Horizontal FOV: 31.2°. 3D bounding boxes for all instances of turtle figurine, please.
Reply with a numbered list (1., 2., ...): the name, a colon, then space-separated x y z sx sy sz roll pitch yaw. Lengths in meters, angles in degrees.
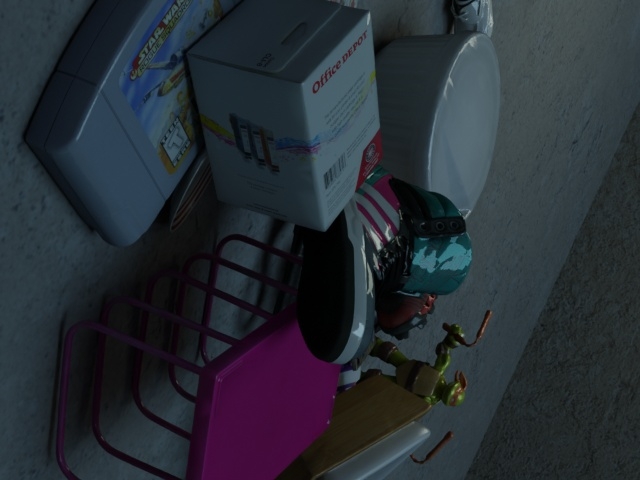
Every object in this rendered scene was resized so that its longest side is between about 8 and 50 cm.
1. turtle figurine: 0.150 0.207 1.827 0.270 0.217 0.087 -63 158 -14

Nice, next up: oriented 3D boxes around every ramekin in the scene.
1. ramekin: 0.142 -0.154 1.554 0.273 0.127 0.273 -38 134 -55

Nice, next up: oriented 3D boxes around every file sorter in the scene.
1. file sorter: -0.117 0.138 1.193 0.290 0.182 0.202 -32 138 -57

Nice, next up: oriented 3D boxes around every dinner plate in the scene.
1. dinner plate: -0.122 -0.072 1.164 0.141 0.017 0.141 -60 179 -3

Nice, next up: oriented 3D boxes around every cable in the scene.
1. cable: 0.000 0.000 1.422 0.139 0.072 0.287 157 -55 -77

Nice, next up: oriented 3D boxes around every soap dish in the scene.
1. soap dish: -0.011 0.306 1.514 0.229 0.118 0.291 -22 160 -43

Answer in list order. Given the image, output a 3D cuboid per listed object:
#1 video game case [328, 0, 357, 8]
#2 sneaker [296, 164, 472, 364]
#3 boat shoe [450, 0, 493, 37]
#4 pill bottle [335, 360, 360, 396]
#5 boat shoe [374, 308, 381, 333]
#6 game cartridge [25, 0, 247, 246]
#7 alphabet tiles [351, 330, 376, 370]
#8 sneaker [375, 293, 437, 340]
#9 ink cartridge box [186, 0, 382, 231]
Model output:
1. video game case: 0.014 -0.281 1.243 0.206 0.026 0.227 -35 138 -73
2. sneaker: 0.071 0.028 1.171 0.124 0.178 0.296 -57 -158 36
3. boat shoe: 0.221 -0.355 1.688 0.063 0.066 0.184 -23 134 -42
4. pill bottle: -0.028 0.179 1.536 0.193 0.108 0.108 2 108 -67
5. boat shoe: 0.095 0.083 1.753 0.285 0.092 0.103 -50 152 -38
6. game cartridge: -0.142 -0.160 1.038 0.297 0.062 0.198 -60 161 -20
7. alphabet tiles: 0.042 0.073 1.563 0.237 0.009 0.198 -34 119 -75
8. sneaker: 0.113 0.011 1.661 0.135 0.097 0.276 51 38 -37
9. ink cartridge box: -0.028 -0.125 1.078 0.128 0.127 0.176 -51 148 -37
